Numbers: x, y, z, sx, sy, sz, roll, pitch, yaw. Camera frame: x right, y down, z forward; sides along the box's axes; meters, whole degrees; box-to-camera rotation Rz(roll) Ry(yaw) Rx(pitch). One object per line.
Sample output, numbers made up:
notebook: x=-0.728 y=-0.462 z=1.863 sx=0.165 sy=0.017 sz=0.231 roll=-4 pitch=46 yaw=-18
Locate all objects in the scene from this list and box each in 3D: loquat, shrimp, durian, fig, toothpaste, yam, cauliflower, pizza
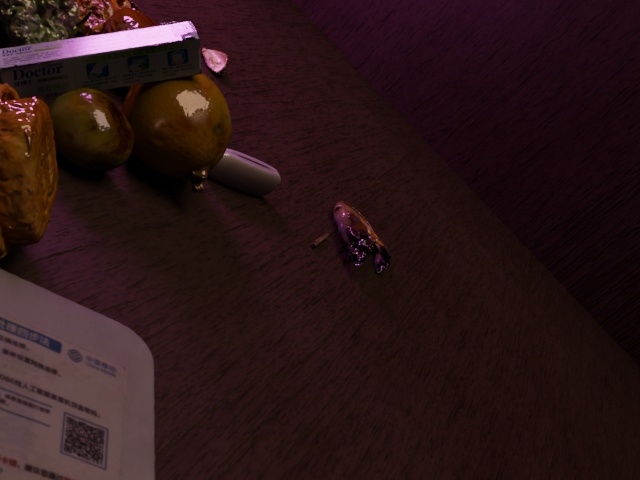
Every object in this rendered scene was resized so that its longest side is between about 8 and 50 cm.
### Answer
loquat: x=-0.261 y=-0.204 z=1.493 sx=0.213 sy=0.213 sz=0.246 roll=-2 pitch=68 yaw=-60
shrimp: x=0.110 y=0.007 z=1.943 sx=0.178 sy=0.075 sz=0.289 roll=37 pitch=11 yaw=-26
durian: x=-0.280 y=-0.477 z=2.127 sx=0.066 sy=0.052 sz=0.130 roll=-11 pitch=46 yaw=-17
fig: x=-0.387 y=-0.187 z=1.340 sx=0.153 sy=0.121 sz=0.136 roll=41 pitch=19 yaw=-9
toothpaste: x=-0.376 y=-0.307 z=1.363 sx=0.336 sy=0.081 sz=0.067 roll=-14 pitch=49 yaw=-18
yam: x=0.000 y=0.000 z=1.822 sx=0.014 sy=0.014 sz=0.107 roll=47 pitch=23 yaw=3
cauliflower: x=-0.563 y=-0.432 z=1.396 sx=0.315 sy=0.239 sz=0.257 roll=-6 pitch=80 yaw=-42
pizza: x=-0.509 y=-0.520 z=1.737 sx=0.335 sy=0.086 sz=0.226 roll=19 pitch=33 yaw=-50

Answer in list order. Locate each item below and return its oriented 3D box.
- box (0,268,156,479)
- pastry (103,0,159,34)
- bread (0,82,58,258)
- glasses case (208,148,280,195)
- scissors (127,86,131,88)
box: x=-0.352 y=0.184 z=0.802 sx=0.396 sy=0.111 sz=0.397 roll=32 pitch=26 yaw=-30
pastry: x=-0.364 y=-0.396 z=1.684 sx=0.218 sy=0.100 sz=0.229 roll=44 pitch=14 yaw=-21
bread: x=-0.420 y=-0.089 z=1.042 sx=0.120 sy=0.198 sz=0.236 roll=1 pitch=38 yaw=-9
glasses case: x=-0.166 y=-0.145 z=1.703 sx=0.193 sy=0.074 sz=0.049 roll=18 pitch=39 yaw=-47
scissors: x=-0.407 y=-0.344 z=1.685 sx=0.101 sy=0.027 sz=0.204 roll=47 pitch=21 yaw=8
